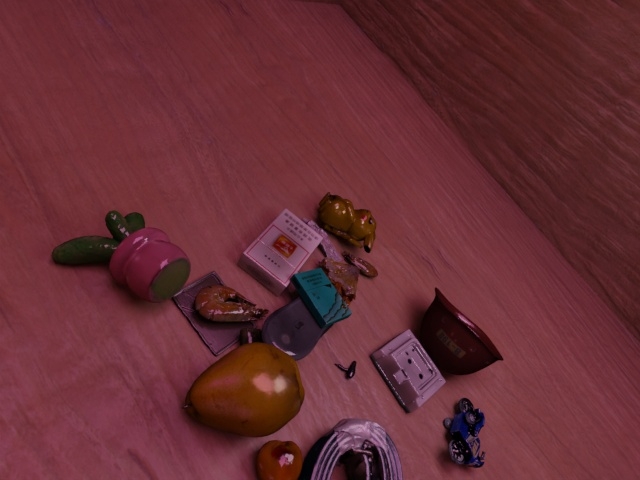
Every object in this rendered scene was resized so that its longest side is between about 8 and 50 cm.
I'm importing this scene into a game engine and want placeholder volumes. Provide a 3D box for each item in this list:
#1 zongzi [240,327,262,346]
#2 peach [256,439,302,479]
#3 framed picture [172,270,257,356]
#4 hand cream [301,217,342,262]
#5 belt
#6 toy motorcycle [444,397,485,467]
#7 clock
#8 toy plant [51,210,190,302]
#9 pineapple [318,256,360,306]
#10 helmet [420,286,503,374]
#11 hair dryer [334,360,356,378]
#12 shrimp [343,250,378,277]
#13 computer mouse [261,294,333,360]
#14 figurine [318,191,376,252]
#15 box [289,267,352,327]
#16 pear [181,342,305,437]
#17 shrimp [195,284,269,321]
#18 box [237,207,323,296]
[{"bbox_3d":[-0.223,0.381,1.475,0.130,0.062,0.154,29,53,-55],"label":"zongzi"},{"bbox_3d":[-0.122,0.662,1.264,0.138,0.138,0.138,17,50,-21],"label":"peach"},{"bbox_3d":[-0.369,0.248,1.495,0.192,0.018,0.265,-30,77,-43],"label":"framed picture"},{"bbox_3d":[0.002,-0.002,1.901,0.084,0.050,0.257,-29,78,-45],"label":"hand cream"},{"bbox_3d":[0.083,0.764,1.280,0.300,0.173,0.437,25,47,-10],"label":"belt"},{"bbox_3d":[0.569,0.751,1.646,0.169,0.113,0.315,51,37,-3],"label":"toy motorcycle"},{"bbox_3d":[0.362,0.502,1.697,0.231,0.116,0.262,-19,70,-41],"label":"clock"},{"bbox_3d":[-0.611,0.050,1.369,0.356,0.211,0.317,37,46,15],"label":"toy plant"},{"bbox_3d":[0.084,0.164,1.781,0.186,0.114,0.236,-8,59,-36],"label":"pineapple"},{"bbox_3d":[0.542,0.413,1.788,0.385,0.230,0.337,46,12,20],"label":"helmet"},{"bbox_3d":[0.095,0.473,1.614,0.083,0.031,0.079,29,35,0],"label":"hair dryer"},{"bbox_3d":[0.180,0.106,1.937,0.190,0.042,0.101,33,25,-6],"label":"shrimp"},{"bbox_3d":[-0.088,0.317,1.549,0.188,0.122,0.371,46,37,8],"label":"computer mouse"},{"bbox_3d":[0.135,-0.082,1.957,0.326,0.169,0.218,25,24,-6],"label":"figurine"},{"bbox_3d":[0.004,0.212,1.624,0.160,0.042,0.226,-10,57,-48],"label":"box"},{"bbox_3d":[-0.216,0.454,1.265,0.336,0.285,0.285,-31,74,-8],"label":"pear"},{"bbox_3d":[-0.306,0.227,1.501,0.267,0.061,0.145,12,43,-21],"label":"shrimp"},{"bbox_3d":[-0.155,0.041,1.736,0.210,0.095,0.330,38,47,-1],"label":"box"}]
